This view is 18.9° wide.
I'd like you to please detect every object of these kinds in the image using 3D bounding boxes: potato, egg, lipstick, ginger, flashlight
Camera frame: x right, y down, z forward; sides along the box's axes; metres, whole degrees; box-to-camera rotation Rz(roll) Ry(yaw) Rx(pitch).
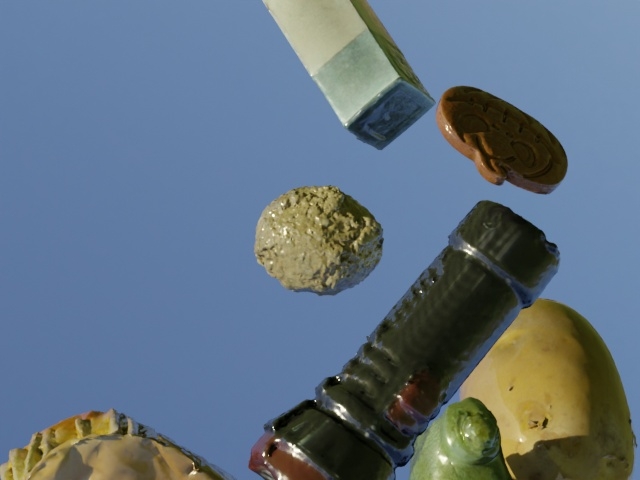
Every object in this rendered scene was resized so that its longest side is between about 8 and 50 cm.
[{"bbox_3d":[0.185,0.140,1.607,0.146,0.150,0.234,42,-164,-34],"label":"potato"},{"bbox_3d":[0.000,0.000,2.008,0.140,0.118,0.116,1,-121,12],"label":"egg"},{"bbox_3d":[-0.012,-0.218,1.663,0.066,0.068,0.317,27,-153,-55],"label":"lipstick"},{"bbox_3d":[0.123,0.260,1.423,0.089,0.137,0.289,6,-103,-45],"label":"ginger"},{"bbox_3d":[0.059,0.078,1.192,0.093,0.232,0.093,40,170,8],"label":"flashlight"}]

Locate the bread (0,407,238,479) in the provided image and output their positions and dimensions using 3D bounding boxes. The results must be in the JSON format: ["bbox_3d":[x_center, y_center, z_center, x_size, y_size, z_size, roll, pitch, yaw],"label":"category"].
[{"bbox_3d":[-0.124,0.251,1.503,0.288,0.204,0.156,37,-174,-11],"label":"bread"}]

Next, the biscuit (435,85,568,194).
[{"bbox_3d":[0.112,-0.062,1.189,0.091,0.015,0.078,28,-143,-6],"label":"biscuit"}]
